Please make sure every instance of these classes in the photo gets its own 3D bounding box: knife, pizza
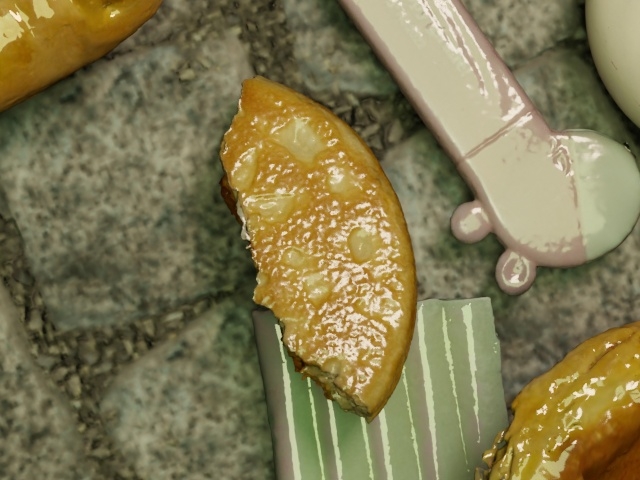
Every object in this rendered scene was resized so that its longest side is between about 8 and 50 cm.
[{"bbox_3d":[0.068,-0.145,1.311,0.132,0.038,0.399,-36,92,-5],"label":"knife"},{"bbox_3d":[-0.001,0.001,1.281,0.127,0.058,0.246,-26,74,-17],"label":"pizza"}]

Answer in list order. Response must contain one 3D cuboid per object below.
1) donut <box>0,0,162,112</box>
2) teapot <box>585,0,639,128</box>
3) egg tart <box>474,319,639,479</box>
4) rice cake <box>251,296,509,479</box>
[{"bbox_3d":[-0.245,-0.218,1.231,0.317,0.150,0.299,13,90,-3],"label":"donut"},{"bbox_3d":[0.272,-0.161,1.275,0.204,0.139,0.298,-43,94,0],"label":"teapot"},{"bbox_3d":[0.233,0.220,1.263,0.352,0.150,0.352,2,84,-20],"label":"egg tart"},{"bbox_3d":[0.049,0.138,1.314,0.189,0.037,0.198,-1,91,-4],"label":"rice cake"}]
